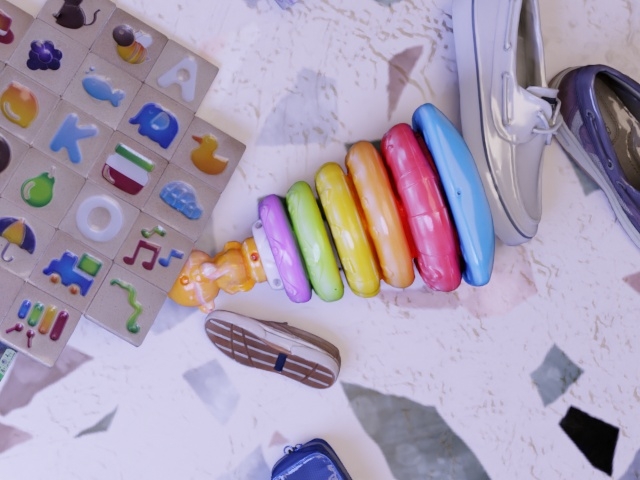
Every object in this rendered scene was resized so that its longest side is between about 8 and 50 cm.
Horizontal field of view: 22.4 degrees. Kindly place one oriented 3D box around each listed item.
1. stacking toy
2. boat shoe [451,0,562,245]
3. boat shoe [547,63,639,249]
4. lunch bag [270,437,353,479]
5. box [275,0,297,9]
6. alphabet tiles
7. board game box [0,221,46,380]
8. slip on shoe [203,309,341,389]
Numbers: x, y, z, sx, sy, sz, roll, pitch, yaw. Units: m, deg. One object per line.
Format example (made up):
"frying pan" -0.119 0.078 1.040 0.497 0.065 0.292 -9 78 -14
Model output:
"stacking toy" 0.000 0.000 1.488 0.301 0.166 0.175 -19 90 -1
"boat shoe" 0.186 -0.126 1.537 0.084 0.095 0.258 -10 90 31
"boat shoe" 0.334 -0.060 1.576 0.103 0.092 0.285 -43 96 -11
"lunch bag" -0.005 0.233 1.505 0.067 0.065 0.098 -31 94 4
"box" -0.110 -0.360 1.505 0.067 0.063 0.324 -43 100 -9
"alphabet tiles" -0.235 -0.069 1.447 0.285 0.011 0.343 30 63 -8
"board game box" -0.283 -0.010 1.433 0.136 0.030 0.260 29 60 -7
"slip on shoe" -0.043 0.095 1.519 0.135 0.051 0.041 21 43 -2
